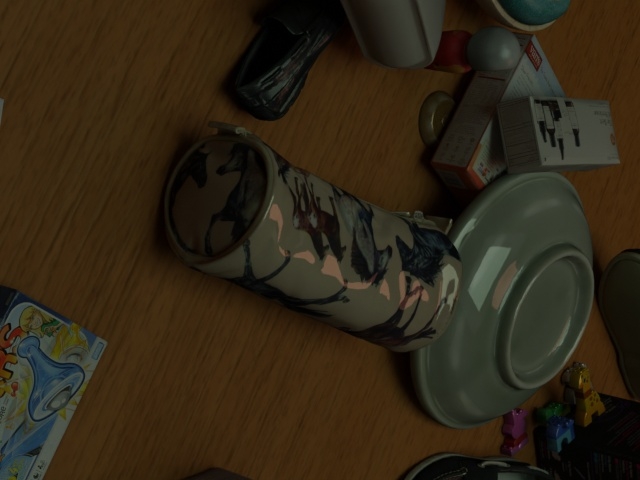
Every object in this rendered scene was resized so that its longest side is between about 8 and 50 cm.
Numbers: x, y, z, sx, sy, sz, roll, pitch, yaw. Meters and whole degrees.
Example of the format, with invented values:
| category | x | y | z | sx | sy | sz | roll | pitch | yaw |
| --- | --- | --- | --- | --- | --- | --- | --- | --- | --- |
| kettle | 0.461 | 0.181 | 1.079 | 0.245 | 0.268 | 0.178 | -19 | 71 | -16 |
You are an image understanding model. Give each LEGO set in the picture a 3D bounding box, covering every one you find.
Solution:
| category | x | y | z | sx | sy | sz | roll | pitch | yaw |
| --- | --- | --- | --- | --- | --- | --- | --- | --- | --- |
| LEGO set | 0.376 | 0.247 | 2.076 | 0.227 | 0.087 | 0.093 | -30 | 118 | -40 |

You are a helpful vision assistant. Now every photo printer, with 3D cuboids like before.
| category | x | y | z | sx | sy | sz | roll | pitch | yaw |
| --- | --- | --- | --- | --- | --- | --- | --- | --- | --- |
| photo printer | 0.092 | -0.352 | 1.580 | 0.307 | 0.107 | 0.256 | 52 | 42 | -74 |

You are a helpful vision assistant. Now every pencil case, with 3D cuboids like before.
| category | x | y | z | sx | sy | sz | roll | pitch | yaw |
| --- | --- | --- | --- | --- | --- | --- | --- | --- | --- |
| pencil case | 0.000 | 0.000 | 1.598 | 0.410 | 0.160 | 0.183 | 25 | 69 | -45 |

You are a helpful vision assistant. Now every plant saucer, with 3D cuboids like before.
| category | x | y | z | sx | sy | sz | roll | pitch | yaw |
| --- | --- | --- | --- | --- | --- | --- | --- | --- | --- |
| plant saucer | 0.168 | -0.165 | 1.843 | 0.083 | 0.015 | 0.083 | -9 | 103 | -44 |
| plant saucer | 0.290 | 0.097 | 1.899 | 0.400 | 0.100 | 0.400 | -24 | 125 | -40 |

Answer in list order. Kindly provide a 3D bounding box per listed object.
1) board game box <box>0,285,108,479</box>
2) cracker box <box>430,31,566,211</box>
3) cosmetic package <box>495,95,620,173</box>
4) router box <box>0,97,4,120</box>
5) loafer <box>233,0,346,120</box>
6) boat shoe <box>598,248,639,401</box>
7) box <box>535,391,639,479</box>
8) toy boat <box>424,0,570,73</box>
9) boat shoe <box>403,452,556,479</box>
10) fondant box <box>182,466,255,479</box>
| category | x | y | z | sx | sy | sz | roll | pitch | yaw |
| --- | --- | --- | --- | --- | --- | --- | --- | --- | --- |
| board game box | -0.320 | 0.166 | 1.387 | 0.136 | 0.035 | 0.201 | 37 | 71 | -43 |
| cracker box | 0.254 | -0.158 | 1.883 | 0.232 | 0.067 | 0.155 | -61 | 141 | -18 |
| cosmetic package | 0.336 | -0.147 | 1.862 | 0.239 | 0.060 | 0.098 | -6 | 87 | -52 |
| router box | -0.455 | 0.008 | 1.188 | 0.301 | 0.082 | 0.335 | 10 | 90 | -46 |
| loafer | -0.032 | -0.248 | 1.579 | 0.223 | 0.076 | 0.078 | -62 | 142 | -13 |
| boat shoe | 0.553 | 0.127 | 2.208 | 0.113 | 0.127 | 0.340 | -46 | 128 | -32 |
| box | 0.495 | 0.353 | 2.082 | 0.165 | 0.270 | 0.143 | -26 | 114 | -40 |
| toy boat | 0.246 | -0.341 | 1.757 | 0.267 | 0.148 | 0.318 | 49 | 61 | -40 |
| boat shoe | 0.236 | 0.368 | 1.949 | 0.303 | 0.091 | 0.114 | -4 | 99 | -45 |
| fondant box | -0.042 | 0.416 | 1.504 | 0.096 | 0.330 | 0.238 | -12 | 105 | -44 |
